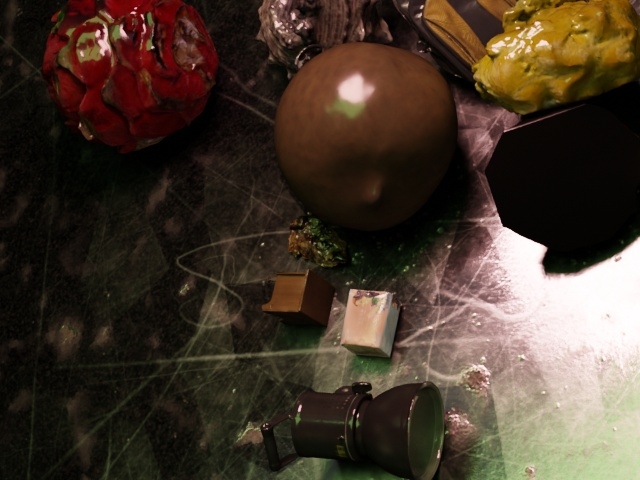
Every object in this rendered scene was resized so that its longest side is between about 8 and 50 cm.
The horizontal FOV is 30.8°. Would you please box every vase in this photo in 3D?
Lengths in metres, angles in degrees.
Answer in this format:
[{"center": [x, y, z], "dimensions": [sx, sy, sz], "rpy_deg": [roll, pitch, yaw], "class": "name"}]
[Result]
[{"center": [0.025, -0.256, 1.951], "dimensions": [0.059, 0.167, 0.059], "rpy_deg": [-22, 47, 25], "class": "vase"}]

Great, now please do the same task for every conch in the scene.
[{"center": [0.010, -0.402, 2.001], "dimensions": [0.313, 0.186, 0.241], "rpy_deg": [-43, 51, 52], "class": "conch"}]

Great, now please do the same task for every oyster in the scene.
[{"center": [-0.001, -0.001, 1.927], "dimensions": [0.132, 0.029, 0.086], "rpy_deg": [6, 70, 32], "class": "oyster"}]

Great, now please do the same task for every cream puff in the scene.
[{"center": [0.343, -0.292, 1.719], "dimensions": [0.281, 0.282, 0.185], "rpy_deg": [-12, 100, 23], "class": "cream puff"}]

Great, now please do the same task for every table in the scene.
[{"center": [-0.038, 0.093, 1.871], "dimensions": [0.082, 0.083, 0.070], "rpy_deg": [0, 69, 33], "class": "table"}]

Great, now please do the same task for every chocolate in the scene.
[{"center": [0.363, -0.107, 1.743], "dimensions": [0.224, 0.206, 0.177], "rpy_deg": [-18, 15, 9], "class": "chocolate"}]

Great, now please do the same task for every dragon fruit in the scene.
[{"center": [-0.345, -0.318, 2.097], "dimensions": [0.329, 0.329, 0.329], "rpy_deg": [-12, 62, 23], "class": "dragon fruit"}]

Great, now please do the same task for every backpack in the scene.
[{"center": [0.225, -0.387, 1.889], "dimensions": [0.206, 0.258, 0.133], "rpy_deg": [-46, 11, 5], "class": "backpack"}]

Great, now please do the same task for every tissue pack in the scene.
[{"center": [0.078, 0.130, 1.805], "dimensions": [0.074, 0.059, 0.094], "rpy_deg": [2, 68, 27], "class": "tissue pack"}]

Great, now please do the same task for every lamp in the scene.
[{"center": [0.053, 0.268, 1.698], "dimensions": [0.227, 0.147, 0.172], "rpy_deg": [1, 27, 26], "class": "lamp"}]

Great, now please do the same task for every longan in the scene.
[{"center": [0.069, -0.163, 1.819], "dimensions": [0.297, 0.297, 0.297], "rpy_deg": [-12, 62, 23], "class": "longan"}]
